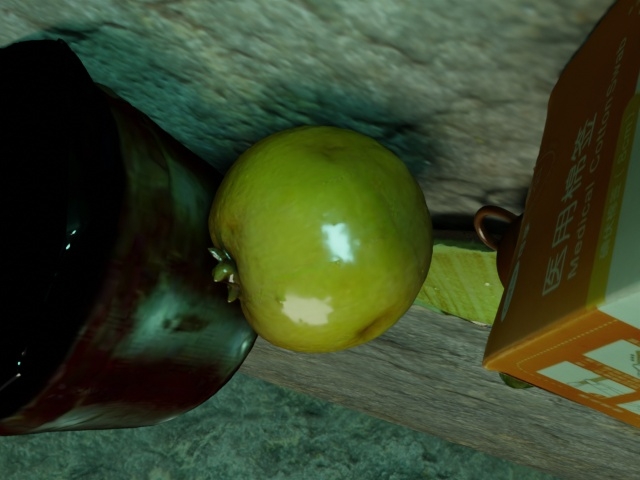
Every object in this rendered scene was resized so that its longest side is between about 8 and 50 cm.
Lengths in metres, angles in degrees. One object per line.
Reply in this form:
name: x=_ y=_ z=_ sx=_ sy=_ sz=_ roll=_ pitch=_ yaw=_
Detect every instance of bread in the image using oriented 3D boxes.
bread: x=0.211 y=0.051 z=0.910 sx=0.301 sy=0.045 sz=0.301 roll=14 pitch=163 yaw=4

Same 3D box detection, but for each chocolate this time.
chocolate: x=-0.216 y=0.036 z=0.804 sx=0.383 sy=0.384 sz=0.331 roll=-3 pitch=162 yaw=45

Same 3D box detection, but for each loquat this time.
loquat: x=0.000 y=0.000 z=0.696 sx=0.208 sy=0.208 sz=0.208 roll=15 pitch=161 yaw=5

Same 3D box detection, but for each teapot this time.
teapot: x=0.215 y=0.025 z=0.726 sx=0.173 sy=0.116 sz=0.116 roll=37 pitch=169 yaw=24

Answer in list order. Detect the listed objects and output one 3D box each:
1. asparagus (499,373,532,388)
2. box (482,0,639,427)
asparagus: x=0.346 y=0.179 z=1.129 sx=0.067 sy=0.060 sz=0.278 roll=29 pitch=160 yaw=-2
box: x=0.214 y=-0.044 z=0.362 sx=0.143 sy=0.225 sz=0.341 roll=19 pitch=160 yaw=0
